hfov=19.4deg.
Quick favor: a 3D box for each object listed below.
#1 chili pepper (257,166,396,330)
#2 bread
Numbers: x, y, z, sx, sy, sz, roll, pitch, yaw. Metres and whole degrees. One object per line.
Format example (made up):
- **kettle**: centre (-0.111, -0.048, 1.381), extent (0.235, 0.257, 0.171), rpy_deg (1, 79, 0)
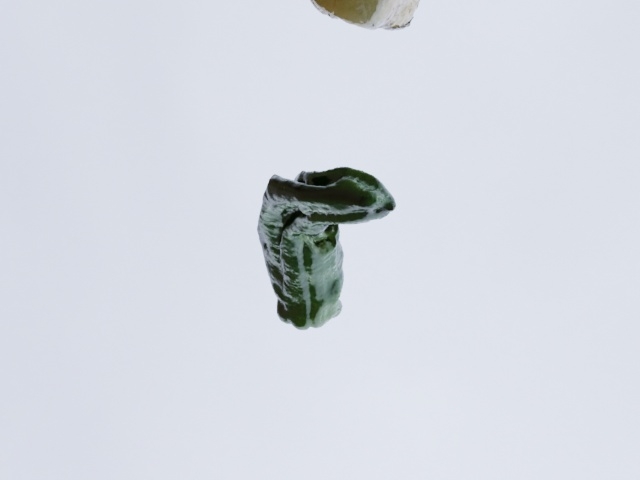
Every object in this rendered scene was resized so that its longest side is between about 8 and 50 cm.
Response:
- **chili pepper**: centre (-0.003, -0.006, 1.150), extent (0.073, 0.050, 0.182), rpy_deg (56, -20, 16)
- **bread**: centre (0.034, -0.203, 1.316), extent (0.082, 0.125, 0.106), rpy_deg (25, -76, 14)
